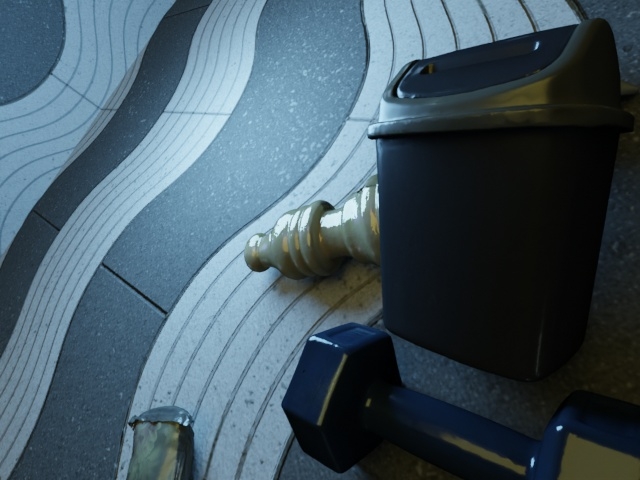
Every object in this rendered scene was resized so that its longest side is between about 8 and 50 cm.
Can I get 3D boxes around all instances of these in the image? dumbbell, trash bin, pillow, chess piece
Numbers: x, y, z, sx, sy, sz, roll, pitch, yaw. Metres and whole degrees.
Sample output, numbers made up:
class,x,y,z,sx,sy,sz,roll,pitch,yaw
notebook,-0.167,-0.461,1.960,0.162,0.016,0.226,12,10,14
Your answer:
class,x,y,z,sx,sy,sz,roll,pitch,yaw
dumbbell,0.120,0.185,0.386,0.325,0.159,0.144,8,39,38
trash bin,0.161,-0.037,0.397,0.210,0.182,0.290,10,105,46
pillow,-0.249,0.382,0.605,0.169,0.059,0.254,-16,57,30
chess piece,0.000,0.000,0.620,0.307,0.124,0.138,-16,88,34

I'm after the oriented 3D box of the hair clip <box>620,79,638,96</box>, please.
class,x,y,z,sx,sy,sz,roll,pitch,yaw
hair clip,0.223,-0.184,0.528,0.282,0.113,0.172,-5,23,45
